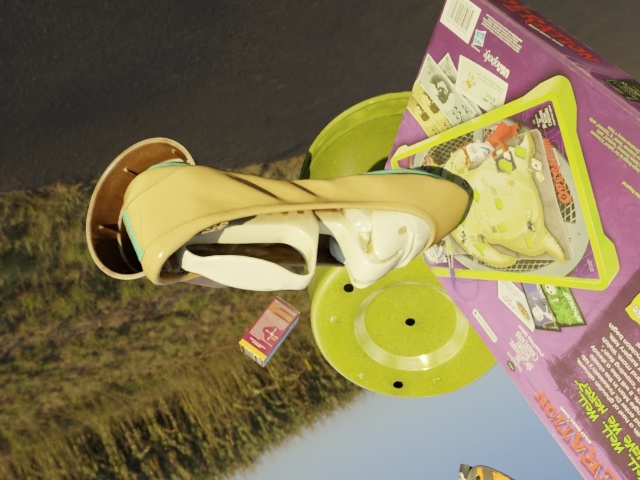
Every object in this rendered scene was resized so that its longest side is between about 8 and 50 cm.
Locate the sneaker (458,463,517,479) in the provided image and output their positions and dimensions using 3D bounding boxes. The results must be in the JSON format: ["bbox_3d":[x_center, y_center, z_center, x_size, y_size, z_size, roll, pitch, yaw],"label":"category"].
[{"bbox_3d":[0.168,0.394,0.756,0.321,0.180,0.124,-7,156,8],"label":"sneaker"}]

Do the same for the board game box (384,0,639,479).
[{"bbox_3d":[0.160,0.000,0.378,0.056,0.346,0.208,-7,138,-29],"label":"board game box"}]

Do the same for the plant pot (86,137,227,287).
[{"bbox_3d":[-0.165,-0.016,0.707,0.167,0.167,0.165,-33,151,15],"label":"plant pot"}]

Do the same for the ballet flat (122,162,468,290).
[{"bbox_3d":[0.000,0.000,0.355,0.232,0.073,0.080,-1,141,-22],"label":"ballet flat"}]

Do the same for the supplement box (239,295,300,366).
[{"bbox_3d":[-0.070,0.126,0.790,0.083,0.043,0.055,-52,170,-19],"label":"supplement box"}]

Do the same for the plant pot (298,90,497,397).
[{"bbox_3d":[0.125,0.015,0.811,0.367,0.366,0.353,-35,-160,23],"label":"plant pot"}]
